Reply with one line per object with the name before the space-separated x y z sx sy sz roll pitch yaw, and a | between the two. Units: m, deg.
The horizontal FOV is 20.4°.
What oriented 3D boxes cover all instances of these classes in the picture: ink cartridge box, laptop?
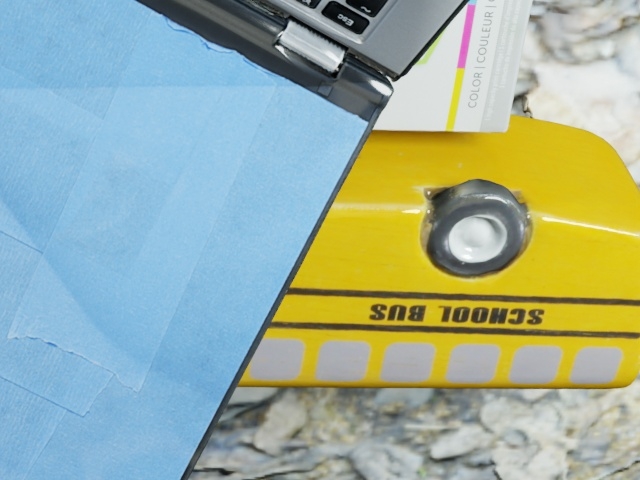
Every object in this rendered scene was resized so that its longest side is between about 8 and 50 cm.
ink cartridge box | -0.007 -0.114 0.845 0.209 0.062 0.109 2 124 -10
laptop | -0.138 -0.103 0.669 0.382 0.236 0.408 28 145 -11

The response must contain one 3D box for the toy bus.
toy bus | 0.000 0.000 0.897 0.332 0.108 0.130 1 125 -11
